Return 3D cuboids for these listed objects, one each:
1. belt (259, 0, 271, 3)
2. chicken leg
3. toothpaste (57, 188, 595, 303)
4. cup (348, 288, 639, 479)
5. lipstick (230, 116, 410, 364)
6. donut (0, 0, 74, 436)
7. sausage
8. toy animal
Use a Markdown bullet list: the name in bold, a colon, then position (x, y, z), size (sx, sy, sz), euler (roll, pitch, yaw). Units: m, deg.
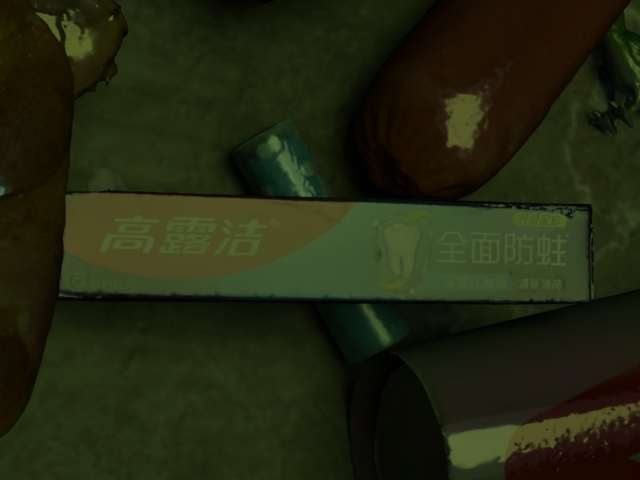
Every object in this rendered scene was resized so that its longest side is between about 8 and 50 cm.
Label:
- **belt**: position (0.042, -0.240, 0.963), size (0.261, 0.184, 0.105), euler (-38, 99, -41)
- **chicken leg**: position (-0.210, -0.094, 0.850), size (0.207, 0.085, 0.101), euler (-14, 100, -22)
- **toothpaste**: position (0.001, 0.006, 0.894), size (0.320, 0.076, 0.066), euler (0, 87, -14)
- **cup**: position (0.176, 0.121, 0.964), size (0.288, 0.203, 0.203), euler (-5, 81, -24)
- **lipstick**: position (0.000, 0.000, 0.960), size (0.048, 0.048, 0.158), euler (-31, 94, -31)
- **donut**: position (-0.247, 0.004, 0.693), size (0.317, 0.150, 0.299), euler (-55, 139, -21)
- **sausage**: position (0.118, -0.126, 1.019), size (0.113, 0.113, 0.259), euler (47, 60, -13)
- **toy animal**: position (0.247, -0.089, 1.128), size (0.075, 0.041, 0.217), euler (-35, 101, -32)
